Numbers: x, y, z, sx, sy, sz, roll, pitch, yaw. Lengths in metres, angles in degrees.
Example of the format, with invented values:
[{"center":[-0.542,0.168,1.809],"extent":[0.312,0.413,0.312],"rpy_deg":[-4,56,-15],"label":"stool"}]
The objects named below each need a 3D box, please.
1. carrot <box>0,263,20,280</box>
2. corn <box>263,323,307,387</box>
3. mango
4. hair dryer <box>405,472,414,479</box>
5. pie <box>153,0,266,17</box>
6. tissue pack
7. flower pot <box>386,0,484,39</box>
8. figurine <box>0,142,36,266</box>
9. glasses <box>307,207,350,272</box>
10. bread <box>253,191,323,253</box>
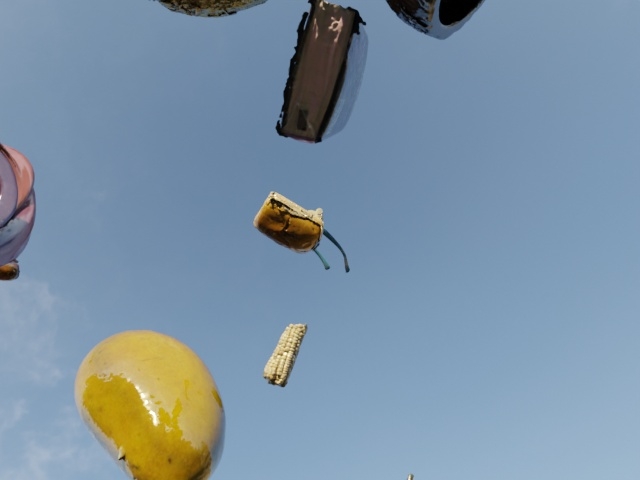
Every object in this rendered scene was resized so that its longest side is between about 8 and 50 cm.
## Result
[{"center":[-0.869,0.073,1.028],"extent":[0.161,0.055,0.055],"rpy_deg":[15,-66,-47],"label":"carrot"},{"center":[-0.112,0.355,1.272],"extent":[0.087,0.087,0.211],"rpy_deg":[30,-113,-21],"label":"corn"},{"center":[-0.350,0.347,0.849],"extent":[0.301,0.445,0.220],"rpy_deg":[33,-96,-37],"label":"mango"},{"center":[0.079,0.384,0.437],"extent":[0.067,0.167,0.199],"rpy_deg":[36,-99,-6],"label":"hair dryer"},{"center":[-0.184,-0.482,0.620],"extent":[0.371,0.296,0.078],"rpy_deg":[-8,-107,-6],"label":"pie"},{"center":[0.022,-0.361,0.906],"extent":[0.122,0.361,0.259],"rpy_deg":[19,-68,2],"label":"tissue pack"},{"center":[0.162,-0.519,0.653],"extent":[0.267,0.266,0.266],"rpy_deg":[44,-76,16],"label":"flower pot"},{"center":[-0.271,-0.032,0.258],"extent":[0.157,0.126,0.114],"rpy_deg":[4,-79,23],"label":"figurine"},{"center":[-0.019,0.020,1.165],"extent":[0.088,0.190,0.220],"rpy_deg":[-40,-71,-25],"label":"glasses"},{"center":[-0.048,-0.021,0.625],"extent":[0.106,0.053,0.072],"rpy_deg":[30,-60,-13],"label":"bread"}]
